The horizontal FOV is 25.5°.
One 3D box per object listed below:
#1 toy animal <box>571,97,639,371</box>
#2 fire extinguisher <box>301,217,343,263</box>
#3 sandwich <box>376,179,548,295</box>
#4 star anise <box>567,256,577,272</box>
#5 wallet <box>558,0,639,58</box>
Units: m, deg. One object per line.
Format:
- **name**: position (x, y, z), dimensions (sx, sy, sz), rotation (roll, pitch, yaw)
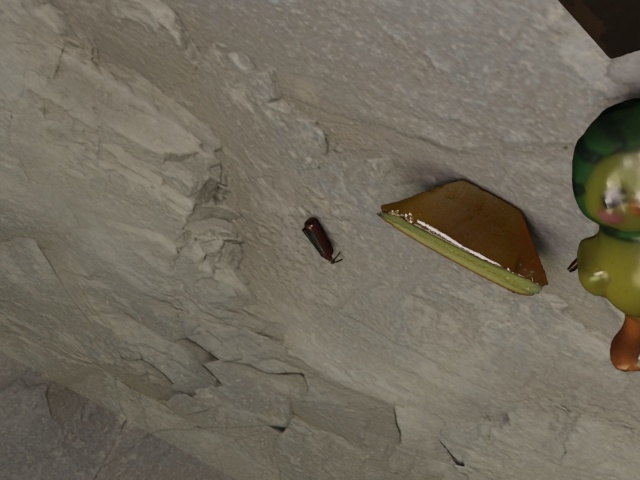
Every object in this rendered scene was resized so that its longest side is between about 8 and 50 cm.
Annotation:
- **toy animal**: position (0.405, -0.022, 1.658), dimensions (0.216, 0.191, 0.338), rotation (-7, 120, 24)
- **fire extinguisher**: position (-0.004, 0.004, 2.324), dimensions (0.046, 0.032, 0.100), rotation (-3, 131, 34)
- **sandwich**: position (0.211, -0.013, 2.000), dimensions (0.258, 0.096, 0.094), rotation (29, 159, 5)
- **star anise**: position (0.402, -0.020, 1.838), dimensions (0.158, 0.144, 0.140), rotation (15, 104, 18)
- **wallet**: position (0.266, -0.320, 1.488), dimensions (0.309, 0.042, 0.165), rotation (44, 153, -18)
